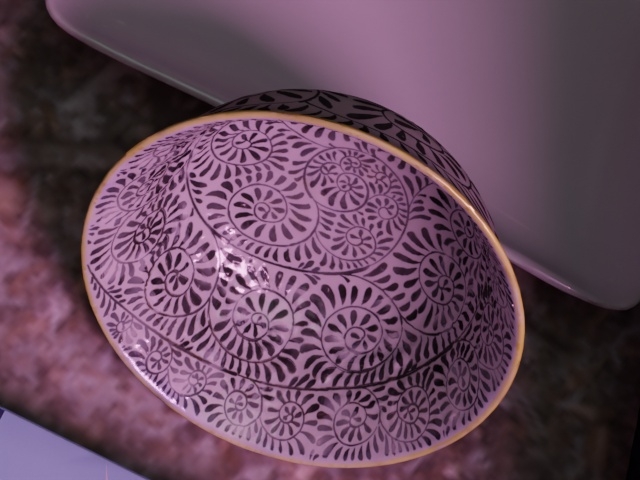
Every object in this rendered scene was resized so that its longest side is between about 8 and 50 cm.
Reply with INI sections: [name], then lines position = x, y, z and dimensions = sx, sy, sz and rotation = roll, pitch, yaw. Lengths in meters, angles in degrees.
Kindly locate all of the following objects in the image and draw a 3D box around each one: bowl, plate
[bowl]
position = 0.000, 0.000, 0.716
dimensions = 0.170, 0.170, 0.080
rotation = 26, 40, -5
[plate]
position = 0.059, -0.141, 0.807
dimensions = 0.277, 0.045, 0.278
rotation = 27, 71, -5

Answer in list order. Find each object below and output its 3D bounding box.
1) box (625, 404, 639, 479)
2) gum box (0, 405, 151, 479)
[box]
position = 0.297, 0.066, 0.682
dimensions = 0.312, 0.179, 0.343
rotation = 9, 93, -11
[gum box]
position = -0.095, 0.162, 0.694
dimensions = 0.184, 0.041, 0.157
rotation = 27, 72, -3
